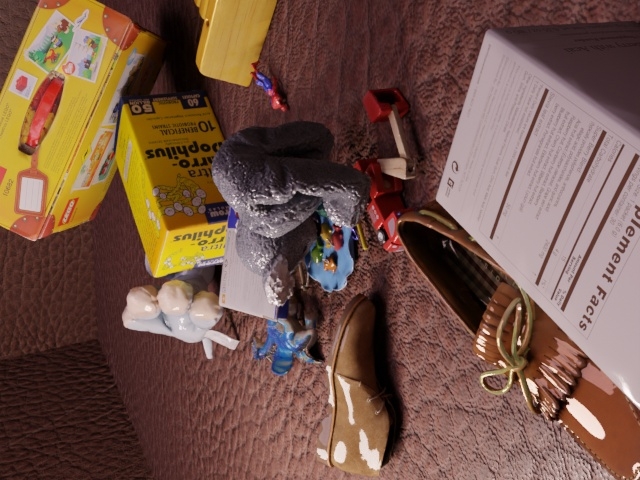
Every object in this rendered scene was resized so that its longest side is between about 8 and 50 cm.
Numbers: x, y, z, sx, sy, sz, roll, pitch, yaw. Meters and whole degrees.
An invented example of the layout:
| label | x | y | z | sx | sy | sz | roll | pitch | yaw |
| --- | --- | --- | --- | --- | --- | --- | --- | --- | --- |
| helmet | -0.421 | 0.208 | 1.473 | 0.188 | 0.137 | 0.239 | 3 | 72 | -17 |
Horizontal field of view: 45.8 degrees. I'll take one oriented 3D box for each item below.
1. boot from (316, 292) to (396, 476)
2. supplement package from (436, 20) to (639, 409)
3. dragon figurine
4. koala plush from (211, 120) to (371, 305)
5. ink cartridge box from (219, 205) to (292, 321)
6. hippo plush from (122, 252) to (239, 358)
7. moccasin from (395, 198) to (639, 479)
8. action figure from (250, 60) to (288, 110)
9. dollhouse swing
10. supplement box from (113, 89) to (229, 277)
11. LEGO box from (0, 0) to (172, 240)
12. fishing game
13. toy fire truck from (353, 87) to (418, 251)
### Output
| label | x | y | z | sx | sy | sz | roll | pitch | yaw |
| --- | --- | --- | --- | --- | --- | --- | --- | --- | --- |
| boot | 0.072 | 0.231 | 1.189 | 0.115 | 0.112 | 0.305 | 15 | 112 | 28 |
| supplement package | 0.259 | -0.031 | 0.594 | 0.293 | 0.178 | 0.175 | 53 | 143 | 41 |
| dragon figurine | -0.049 | 0.195 | 1.391 | 0.289 | 0.085 | 0.144 | 19 | 116 | 61 |
| koala plush | -0.067 | -0.035 | 1.095 | 0.196 | 0.203 | 0.221 | -122 | 36 | -44 |
| ink cartridge box | -0.091 | -0.018 | 1.335 | 0.307 | 0.072 | 0.303 | 2 | 85 | 63 |
| hippo plush | -0.300 | 0.099 | 1.761 | 0.234 | 0.294 | 0.236 | -28 | 47 | 44 |
| moccasin | 0.205 | 0.085 | 0.777 | 0.380 | 0.147 | 0.139 | 59 | 147 | 35 |
| action figure | -0.089 | -0.273 | 1.359 | 0.115 | 0.030 | 0.038 | 59 | 153 | 26 |
| dollhouse swing | -0.291 | -0.486 | 1.373 | 0.346 | 0.305 | 0.315 | 65 | 150 | 25 |
| supplement box | -0.308 | -0.130 | 1.660 | 0.356 | 0.194 | 0.195 | 66 | 151 | 24 |
| LEGO box | -0.555 | -0.281 | 1.703 | 0.500 | 0.193 | 0.372 | -64 | 2 | 8 |
| fishing game | 0.000 | 0.000 | 1.275 | 0.264 | 0.041 | 0.189 | -32 | 69 | 62 |
| toy fire truck | 0.097 | -0.095 | 1.035 | 0.192 | 0.047 | 0.135 | 68 | 152 | 22 |
